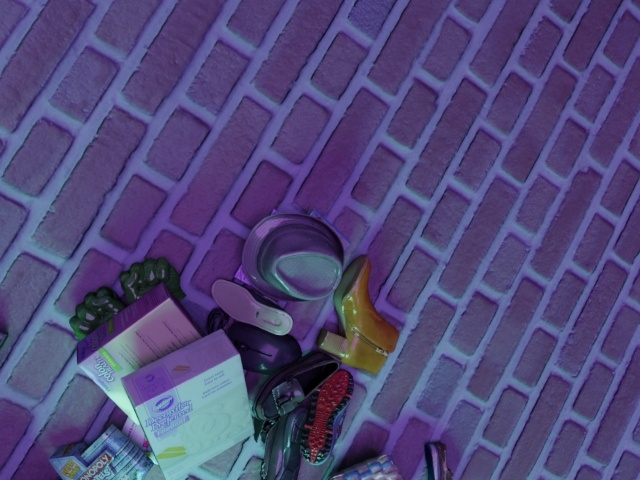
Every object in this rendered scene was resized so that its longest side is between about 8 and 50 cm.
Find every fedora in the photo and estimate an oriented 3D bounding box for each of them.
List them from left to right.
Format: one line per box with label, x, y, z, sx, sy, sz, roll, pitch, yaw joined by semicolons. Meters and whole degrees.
fedora;-0.052;0.063;1.380;0.275;0.124;0.244;24;100;-25

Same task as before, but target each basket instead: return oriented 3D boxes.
basket;0.152;0.734;1.437;0.254;0.201;0.289;-15;63;-13

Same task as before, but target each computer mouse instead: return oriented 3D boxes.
computer mouse;-0.174;0.294;1.431;0.272;0.072;0.189;14;87;-14

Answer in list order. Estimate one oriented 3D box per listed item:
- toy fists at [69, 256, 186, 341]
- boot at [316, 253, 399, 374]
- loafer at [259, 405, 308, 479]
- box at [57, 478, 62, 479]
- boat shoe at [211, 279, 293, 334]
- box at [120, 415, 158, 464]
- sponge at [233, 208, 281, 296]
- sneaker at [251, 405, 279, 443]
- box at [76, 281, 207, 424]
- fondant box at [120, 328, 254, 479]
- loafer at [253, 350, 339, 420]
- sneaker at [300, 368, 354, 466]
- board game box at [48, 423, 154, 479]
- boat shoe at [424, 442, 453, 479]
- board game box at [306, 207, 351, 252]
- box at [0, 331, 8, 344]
toy fists;-0.476;0.152;1.341;0.279;0.096;0.142;-35;98;-10
boot;0.133;0.206;1.503;0.211;0.104;0.295;25;87;-20
loafer;-0.111;0.579;1.453;0.109;0.095;0.303;16;87;-58
box;-0.633;0.755;1.209;0.182;0.296;0.294;-22;95;-12
boat shoe;-0.178;0.174;1.431;0.233;0.079;0.084;28;95;2
box;-0.408;0.490;1.393;0.186;0.038;0.145;24;85;-12
sponge;-0.130;0.035;1.458;0.117;0.031;0.210;32;83;-14
sneaker;-0.127;0.438;1.422;0.051;0.089;0.170;25;107;-39
box;-0.401;0.263;1.285;0.243;0.117;0.214;-38;116;-11
fondant box;-0.292;0.387;1.261;0.238;0.096;0.330;-24;135;-24
loafer;-0.056;0.365;1.393;0.267;0.084;0.096;-32;113;-44
sneaker;0.016;0.476;1.477;0.104;0.125;0.262;18;62;16
board game box;-0.544;0.550;1.325;0.194;0.060;0.194;44;101;-6
boat shoe;0.347;0.676;1.571;0.066;0.066;0.183;-5;92;-15
board game box;0.000;0.000;1.472;0.154;0.026;0.103;43;79;-27
box;-0.893;0.300;1.203;0.242;0.076;0.308;30;69;-17
